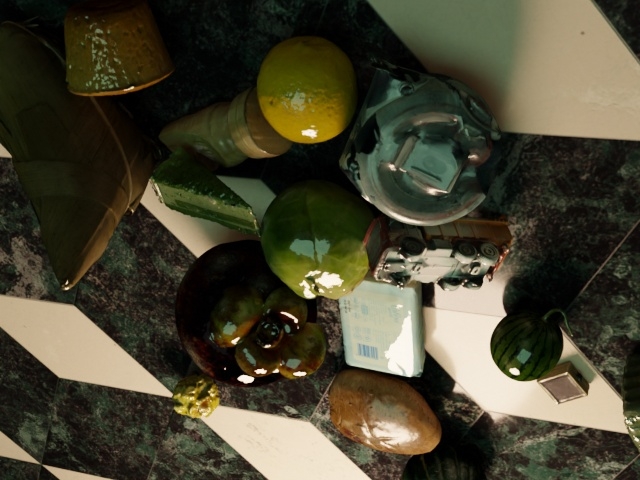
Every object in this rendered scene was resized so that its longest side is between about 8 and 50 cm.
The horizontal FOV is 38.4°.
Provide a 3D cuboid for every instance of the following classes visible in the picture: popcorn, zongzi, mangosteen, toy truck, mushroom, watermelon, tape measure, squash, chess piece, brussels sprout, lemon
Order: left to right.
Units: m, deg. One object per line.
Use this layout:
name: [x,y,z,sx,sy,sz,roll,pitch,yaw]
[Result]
zongzi: [-0.535,-0.201,1.679,0.218,0.467,0.500,-35,109,18]
popcorn: [-0.309,0.391,2.315,0.121,0.116,0.106,39,115,-11]
chess piece: [-0.191,-0.204,1.770,0.301,0.137,0.137,-8,125,44]
mangosteen: [-0.142,0.155,1.913,0.330,0.330,0.330,12,132,14]
lemon: [-0.021,-0.256,1.596,0.178,0.178,0.203,6,133,19]
brussels sprout: [0.000,0.000,1.777,0.244,0.244,0.244,12,132,14]
mushroom: [0.139,0.401,2.107,0.278,0.146,0.278,17,139,16]
tape measure: [0.172,-0.155,1.568,0.275,0.147,0.256,17,114,-11]
toy truck: [0.219,0.012,1.689,0.271,0.135,0.114,3,136,-19]
squash: [0.291,0.585,2.177,0.218,0.172,0.218,12,134,13]
watermelon: [0.420,0.193,1.819,0.141,0.140,0.187,29,120,-1]

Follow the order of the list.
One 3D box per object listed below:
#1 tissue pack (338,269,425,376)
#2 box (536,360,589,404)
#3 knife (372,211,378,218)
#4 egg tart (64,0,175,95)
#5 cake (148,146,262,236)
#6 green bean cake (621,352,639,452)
tissue pack: [0.132,0.161,1.945,0.177,0.089,0.263,8,129,19]
box: [0.513,0.300,1.933,0.083,0.035,0.079,-28,113,39]
knife: [0.196,0.014,1.844,0.245,0.019,0.072,38,131,-15]
egg tart: [-0.373,-0.356,1.662,0.203,0.202,0.147,4,121,20]
cake: [-0.200,-0.094,1.769,0.235,0.099,0.100,18,150,24]
green bean cake: [0.656,0.326,1.800,0.094,0.173,0.181,-15,123,31]
